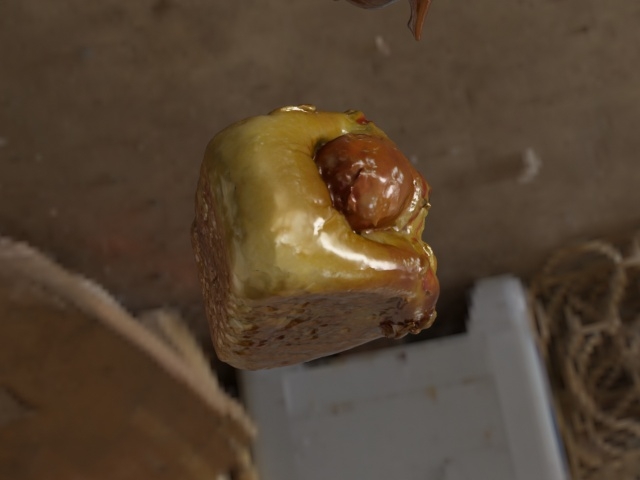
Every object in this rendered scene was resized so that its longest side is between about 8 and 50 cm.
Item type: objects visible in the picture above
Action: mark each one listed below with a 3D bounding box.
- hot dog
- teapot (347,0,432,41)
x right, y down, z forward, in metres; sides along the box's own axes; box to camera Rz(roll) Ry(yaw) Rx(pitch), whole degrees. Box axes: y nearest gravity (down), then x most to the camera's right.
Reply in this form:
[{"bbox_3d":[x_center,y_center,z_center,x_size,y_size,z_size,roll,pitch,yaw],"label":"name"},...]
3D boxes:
[{"bbox_3d":[0.000,0.000,1.323,0.153,0.150,0.257,-12,165,-9],"label":"hot dog"},{"bbox_3d":[0.039,-0.243,1.660,0.116,0.173,0.116,-42,175,-5],"label":"teapot"}]
